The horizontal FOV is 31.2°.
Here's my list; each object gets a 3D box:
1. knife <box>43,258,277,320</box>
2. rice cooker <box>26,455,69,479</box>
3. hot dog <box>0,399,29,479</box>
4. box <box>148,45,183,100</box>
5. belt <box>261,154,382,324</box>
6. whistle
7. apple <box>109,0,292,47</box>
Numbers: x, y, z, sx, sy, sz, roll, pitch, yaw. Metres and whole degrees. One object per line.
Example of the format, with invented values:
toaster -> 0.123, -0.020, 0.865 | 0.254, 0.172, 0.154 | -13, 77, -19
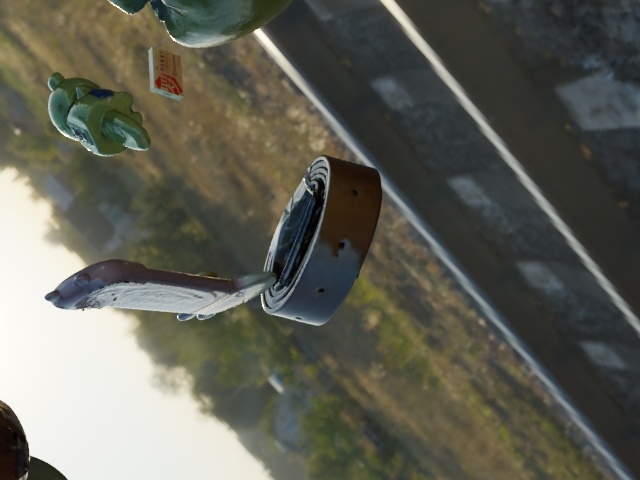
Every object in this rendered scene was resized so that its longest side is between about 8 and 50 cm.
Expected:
knife -> -0.171, 0.054, 1.312 | 0.038, 0.132, 0.398 | 64, -163, 13
rice cooker -> -0.463, 0.435, 1.622 | 0.281, 0.241, 0.227 | 61, -168, -5
hot dog -> -0.355, 0.306, 0.930 | 0.196, 0.367, 0.365 | 20, -153, -7
box -> -0.265, -0.286, 1.968 | 0.058, 0.015, 0.093 | 14, -127, -32
belt -> 0.000, 0.000, 1.727 | 0.105, 0.262, 0.184 | 15, -165, -21
whistle -> -0.303, -0.170, 1.583 | 0.227, 0.085, 0.105 | 24, 146, 44
apple -> -0.139, -0.392, 1.419 | 0.295, 0.258, 0.233 | 36, 157, -21
